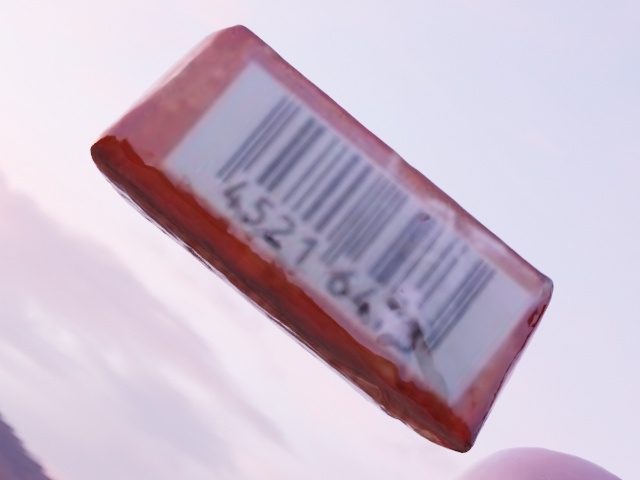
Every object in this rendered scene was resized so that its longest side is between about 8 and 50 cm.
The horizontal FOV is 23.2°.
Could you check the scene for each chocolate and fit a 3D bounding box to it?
[{"bbox_3d":[0.000,0.000,0.850,0.237,0.108,0.235,38,-5,1],"label":"chocolate"}]

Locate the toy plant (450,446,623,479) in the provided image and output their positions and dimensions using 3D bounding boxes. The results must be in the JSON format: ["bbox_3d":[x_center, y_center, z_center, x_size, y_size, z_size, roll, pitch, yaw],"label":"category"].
[{"bbox_3d":[0.108,0.321,1.047,0.211,0.356,0.317,8,-57,19],"label":"toy plant"}]
